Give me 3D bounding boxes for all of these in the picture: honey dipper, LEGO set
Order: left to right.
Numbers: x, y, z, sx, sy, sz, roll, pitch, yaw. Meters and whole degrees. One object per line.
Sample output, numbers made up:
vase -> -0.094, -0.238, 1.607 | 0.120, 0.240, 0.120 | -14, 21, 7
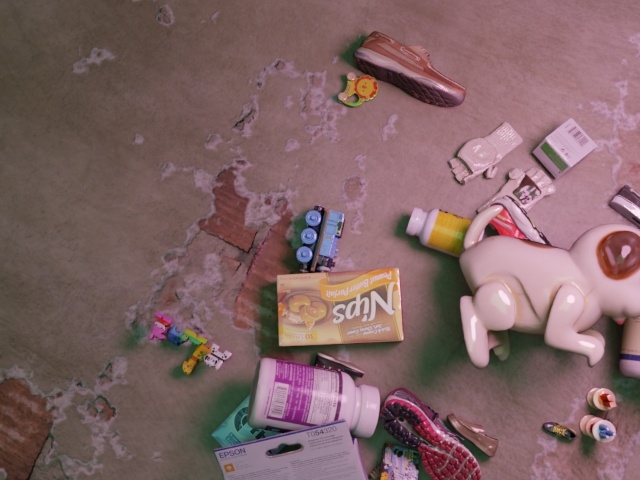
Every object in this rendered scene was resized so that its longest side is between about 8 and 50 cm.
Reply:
LEGO set -> -0.346, 0.287, 1.680 | 0.227, 0.087, 0.093 | 27, 69, 9
honey dipper -> 0.102, 0.621, 1.612 | 0.161, 0.030, 0.030 | -45, 79, -1

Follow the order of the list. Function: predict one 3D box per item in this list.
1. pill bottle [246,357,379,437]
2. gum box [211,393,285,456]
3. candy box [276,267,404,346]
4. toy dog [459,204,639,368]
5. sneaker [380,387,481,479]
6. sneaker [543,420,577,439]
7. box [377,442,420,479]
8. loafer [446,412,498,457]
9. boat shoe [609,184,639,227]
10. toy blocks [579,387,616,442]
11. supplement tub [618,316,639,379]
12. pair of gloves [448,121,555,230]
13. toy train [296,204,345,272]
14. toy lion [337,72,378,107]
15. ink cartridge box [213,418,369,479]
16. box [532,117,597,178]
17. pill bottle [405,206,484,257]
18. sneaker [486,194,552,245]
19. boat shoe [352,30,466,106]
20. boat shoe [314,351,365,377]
pill bottle -> -0.017, 0.392, 1.576 | 0.301, 0.169, 0.170 | 13, 82, -8
gum box -> -0.158, 0.482, 1.654 | 0.157, 0.041, 0.184 | 44, 86, 11
candy box -> 0.050, 0.174, 1.660 | 0.316, 0.087, 0.183 | -3, 80, 5
toy dog -> 0.546, 0.095, 1.470 | 0.407, 0.284, 0.396 | -15, 70, 28
sneaker -> 0.279, 0.478, 1.582 | 0.121, 0.112, 0.299 | -42, 92, 22
sneaker -> 0.588, 0.463, 1.586 | 0.083, 0.035, 0.031 | 16, 82, 8
box -> 0.189, 0.571, 1.577 | 0.093, 0.027, 0.137 | 14, 51, 4
loafer -> 0.375, 0.470, 1.599 | 0.148, 0.056, 0.050 | 39, 86, 0
boat shoe -> 0.838, -0.056, 1.625 | 0.219, 0.078, 0.070 | 41, 88, 12
toy blocks -> 0.667, 0.411, 1.529 | 0.054, 0.148, 0.123 | 17, 83, 8
supplement tub -> 0.835, 0.173, 1.507 | 0.235, 0.235, 0.325 | 9, 82, 7
pair of gloves -> 0.470, -0.174, 1.700 | 0.204, 0.042, 0.240 | -30, 78, 1
toy train -> 0.000, 0.000, 1.701 | 0.105, 0.080, 0.184 | 13, 82, 2
toy lion -> 0.107, -0.410, 1.783 | 0.096, 0.034, 0.100 | 23, 84, 1
ink cartridge box -> -0.050, 0.583, 1.546 | 0.323, 0.071, 0.330 | -14, 105, 6
box -> 0.624, -0.234, 1.662 | 0.102, 0.087, 0.101 | -36, 79, -14
pill bottle -> 0.316, -0.022, 1.658 | 0.184, 0.103, 0.103 | 20, 83, 8
sneaker -> 0.512, 0.019, 1.643 | 0.118, 0.107, 0.279 | -37, 85, 22
boat shoe -> 0.247, -0.466, 1.732 | 0.324, 0.123, 0.117 | 28, 82, 8
boat shoe -> 0.048, 0.325, 1.658 | 0.132, 0.049, 0.042 | 18, 87, 11
